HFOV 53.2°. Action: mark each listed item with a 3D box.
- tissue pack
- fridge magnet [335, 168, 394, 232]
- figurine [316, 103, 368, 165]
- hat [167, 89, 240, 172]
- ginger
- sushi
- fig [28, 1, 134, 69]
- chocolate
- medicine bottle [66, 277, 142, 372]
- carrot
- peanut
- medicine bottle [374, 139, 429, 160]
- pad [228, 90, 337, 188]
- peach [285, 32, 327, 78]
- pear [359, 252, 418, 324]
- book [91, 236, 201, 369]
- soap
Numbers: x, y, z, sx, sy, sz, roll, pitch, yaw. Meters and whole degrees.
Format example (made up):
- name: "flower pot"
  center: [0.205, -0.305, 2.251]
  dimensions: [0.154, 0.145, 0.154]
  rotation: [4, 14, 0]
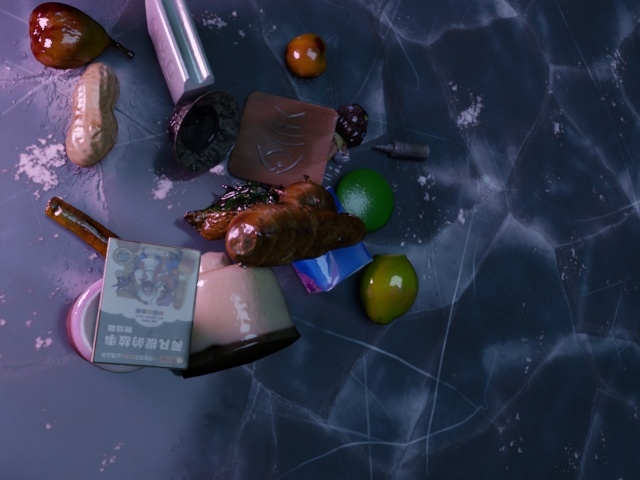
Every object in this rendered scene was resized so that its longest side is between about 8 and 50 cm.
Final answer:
- name: "tissue pack"
  center: [0.000, 0.000, 1.927]
  dimensions: [0.198, 0.146, 0.263]
  rotation: [-33, 97, -25]
- name: "fridge magnet"
  center: [0.140, -0.127, 2.041]
  dimensions: [0.208, 0.088, 0.208]
  rotation: [4, 80, -24]
- name: "figurine"
  center: [0.059, -0.336, 2.016]
  dimensions: [0.175, 0.116, 0.240]
  rotation: [46, 68, -12]
- name: "hat"
  center: [-0.357, -0.322, 1.807]
  dimensions: [0.128, 0.265, 0.265]
  rotation: [25, 68, 22]
- name: "ginger"
  center: [-0.092, -0.048, 1.684]
  dimensions: [0.418, 0.176, 0.254]
  rotation: [-15, 49, -38]
- name: "sushi"
  center: [-0.240, -0.089, 1.835]
  dimensions: [0.287, 0.149, 0.140]
  rotation: [-9, 115, 0]
- name: "fig"
  center: [-0.633, -0.536, 1.719]
  dimensions: [0.274, 0.145, 0.170]
  rotation: [1, 83, -37]
- name: "chocolate"
  center: [-0.241, 0.186, 1.726]
  dimensions: [0.314, 0.326, 0.297]
  rotation: [-12, 71, -20]
- name: "medicine bottle"
  center: [-0.493, 0.199, 1.538]
  dimensions: [0.219, 0.388, 0.219]
  rotation: [3, 82, -23]
- name: "carrot"
  center: [-0.609, -0.020, 1.693]
  dimensions: [0.260, 0.070, 0.070]
  rotation: [37, 70, -15]
- name: "peanut"
  center: [-0.602, -0.335, 1.704]
  dimensions: [0.130, 0.130, 0.290]
  rotation: [6, 80, -24]
- name: "medicine bottle"
  center: [0.268, -0.304, 2.141]
  dimensions: [0.199, 0.058, 0.057]
  rotation: [4, 81, -24]
- name: "pad"
  center: [-0.112, -0.297, 1.925]
  dimensions: [0.287, 0.018, 0.284]
  rotation: [13, 76, 1]
- name: "peach"
  center: [-0.044, -0.578, 1.998]
  dimensions: [0.138, 0.138, 0.138]
  rotation: [4, 82, -24]
- name: "pear"
  center: [0.211, 0.153, 1.988]
  dimensions: [0.187, 0.187, 0.219]
  rotation: [4, 83, -24]
- name: "book"
  center: [-0.369, 0.137, 1.373]
  dimensions: [0.202, 0.027, 0.264]
  rotation: [10, 78, -24]
- name: "soap"
  center: [-0.403, -0.545, 1.798]
  dimensions: [0.095, 0.173, 0.289]
  rotation: [-20, 92, -25]
